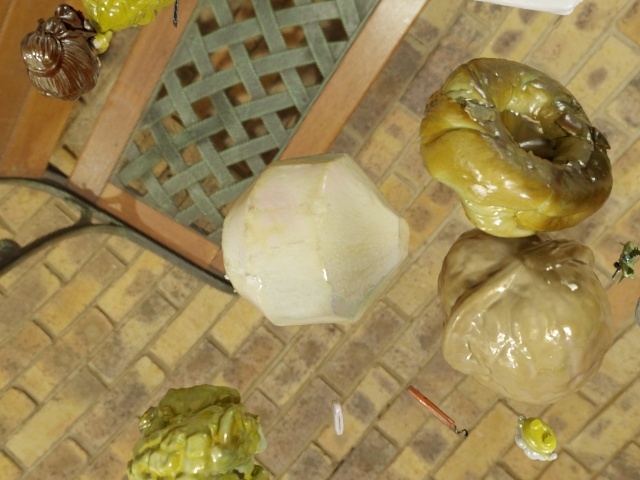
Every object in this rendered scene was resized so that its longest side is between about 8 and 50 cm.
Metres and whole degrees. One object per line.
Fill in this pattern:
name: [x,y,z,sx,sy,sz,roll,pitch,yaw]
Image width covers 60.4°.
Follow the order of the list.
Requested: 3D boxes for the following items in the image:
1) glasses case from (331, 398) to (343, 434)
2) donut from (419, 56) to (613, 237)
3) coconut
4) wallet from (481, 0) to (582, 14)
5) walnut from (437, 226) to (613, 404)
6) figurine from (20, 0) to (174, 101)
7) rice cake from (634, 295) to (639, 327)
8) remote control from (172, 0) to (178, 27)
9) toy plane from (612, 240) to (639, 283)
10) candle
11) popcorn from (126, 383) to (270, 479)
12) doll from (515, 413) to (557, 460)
glasses case: [0.033,0.345,1.074,0.021,0.032,0.083,-13,124,-14]
donut: [0.343,-0.165,0.972,0.360,0.360,0.170,-45,175,-38]
coconut: [0.000,0.000,1.068,0.353,0.352,0.352,-49,173,-8]
wallet: [0.347,-0.434,0.918,0.095,0.190,0.033,-69,159,4]
walnut: [0.398,0.142,1.105,0.381,0.381,0.381,-49,173,-8]
figurine: [-0.391,-0.369,0.948,0.168,0.187,0.315,-36,-150,61]
rice cake: [0.542,-0.003,0.820,0.298,0.050,0.106,-56,146,-18]
remote control: [-0.402,-0.642,1.528,0.039,0.014,0.096,144,-52,-69]
toy plane: [0.653,0.040,1.169,0.102,0.040,0.111,116,-2,-54]
candle: [0.269,0.393,1.261,0.021,0.167,0.026,-46,160,-17]
popcorn: [-0.222,0.417,1.064,0.237,0.293,0.293,2,-139,50]
doll: [0.468,0.430,1.197,0.062,0.106,0.162,-31,151,-6]
